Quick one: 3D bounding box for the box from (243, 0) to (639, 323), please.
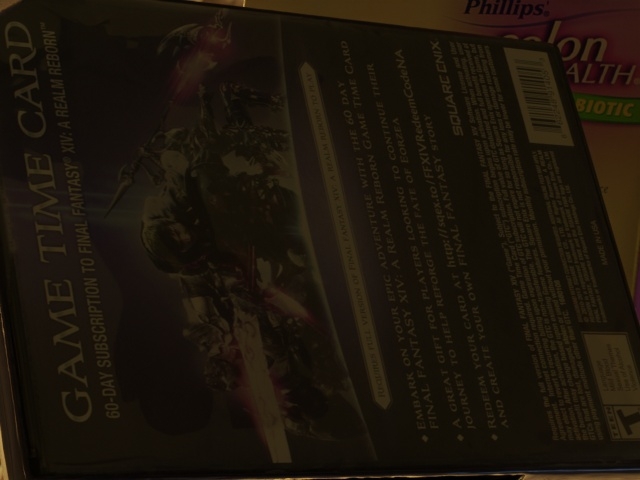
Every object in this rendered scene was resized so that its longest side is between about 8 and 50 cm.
[{"bbox_3d":[0.064,0.009,0.947,0.117,0.213,0.243,29,-113,-65],"label":"box"}]

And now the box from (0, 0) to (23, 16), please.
[{"bbox_3d":[-0.127,-0.155,0.340,0.270,0.165,0.143,24,-138,-57],"label":"box"}]

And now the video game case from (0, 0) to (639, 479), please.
[{"bbox_3d":[0.000,0.000,0.738,0.274,0.026,0.196,2,-118,-30],"label":"video game case"}]
